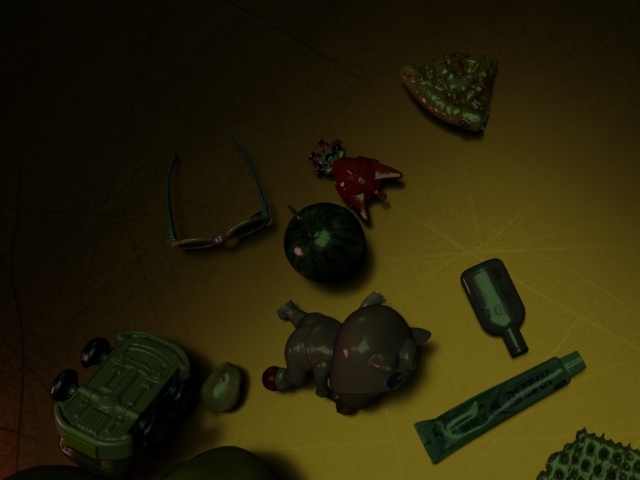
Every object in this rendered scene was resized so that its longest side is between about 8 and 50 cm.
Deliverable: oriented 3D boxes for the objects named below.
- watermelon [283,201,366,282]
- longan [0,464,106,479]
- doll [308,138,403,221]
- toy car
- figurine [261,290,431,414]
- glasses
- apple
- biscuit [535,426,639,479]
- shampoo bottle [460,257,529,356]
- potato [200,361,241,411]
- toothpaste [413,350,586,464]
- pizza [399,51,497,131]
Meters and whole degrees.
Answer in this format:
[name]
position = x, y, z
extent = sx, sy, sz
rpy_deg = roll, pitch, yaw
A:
[watermelon]
position = 0.000, 0.000, 1.563
extent = 0.140, 0.187, 0.141
rpy_deg = -6, 73, 21
[longan]
position = -0.466, 0.521, 1.491
extent = 0.350, 0.288, 0.288
rpy_deg = -45, 71, 11
[doll]
position = 0.053, -0.121, 1.651
extent = 0.169, 0.057, 0.109
rpy_deg = 38, 88, 17
[toy car]
position = -0.333, 0.297, 1.564
extent = 0.204, 0.198, 0.248
rpy_deg = 22, 43, 14
[figurine]
position = 0.041, 0.192, 1.544
extent = 0.287, 0.176, 0.186
rpy_deg = 0, 118, 28
[glasses]
position = -0.193, -0.081, 1.705
extent = 0.189, 0.088, 0.221
rpy_deg = -17, 53, 8
[apple]
position = -0.171, 0.454, 1.459
extent = 0.262, 0.262, 0.262
rpy_deg = -3, 75, 11
[biscuit]
position = 0.453, 0.383, 1.460
extent = 0.203, 0.016, 0.144
rpy_deg = 20, 81, 15
[shampoo bottle]
position = 0.301, 0.115, 1.547
extent = 0.080, 0.040, 0.165
rpy_deg = -23, 71, 4
[potato]
position = -0.170, 0.255, 1.600
extent = 0.068, 0.062, 0.083
rpy_deg = 20, 105, -13
[toothpaste]
position = 0.297, 0.266, 1.509
extent = 0.296, 0.048, 0.075
rpy_deg = -30, 71, 6
[pizza]
position = 0.253, -0.282, 1.651
extent = 0.161, 0.062, 0.182
rpy_deg = -35, 70, -4
